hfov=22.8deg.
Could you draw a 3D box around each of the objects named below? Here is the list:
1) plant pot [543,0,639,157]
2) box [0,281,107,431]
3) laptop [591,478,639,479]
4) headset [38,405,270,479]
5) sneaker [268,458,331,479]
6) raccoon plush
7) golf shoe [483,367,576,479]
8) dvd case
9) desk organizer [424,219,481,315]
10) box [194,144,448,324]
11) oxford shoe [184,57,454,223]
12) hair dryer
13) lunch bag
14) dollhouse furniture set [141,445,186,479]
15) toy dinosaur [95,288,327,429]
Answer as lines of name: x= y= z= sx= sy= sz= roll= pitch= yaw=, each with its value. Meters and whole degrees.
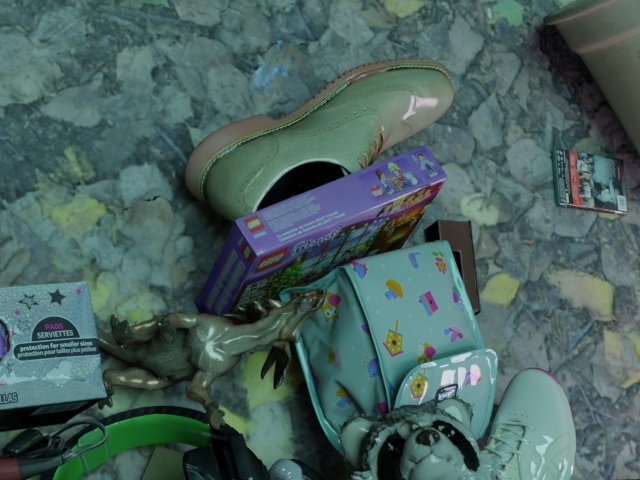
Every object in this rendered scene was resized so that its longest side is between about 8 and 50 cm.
plant pot: x=0.531 y=-0.247 z=2.279 sx=0.334 sy=0.334 sz=0.305 roll=-27 pitch=97 yaw=-31
box: x=-0.384 y=0.134 z=1.756 sx=0.247 sy=0.163 sz=0.142 roll=-5 pitch=76 yaw=-28
laptop: x=0.441 y=0.423 z=1.764 sx=0.236 sy=0.382 sz=0.408 roll=52 pitch=37 yaw=-56
headset: x=-0.146 y=0.291 z=1.710 sx=0.243 sy=0.185 sz=0.394 roll=-32 pitch=44 yaw=-30
sneaker: x=0.061 y=0.325 z=1.950 sx=0.268 sy=0.101 sz=0.153 roll=42 pitch=57 yaw=-11
raccoon plush: x=0.099 y=0.394 z=1.834 sx=0.216 sy=0.446 sz=0.299 roll=2 pitch=42 yaw=-24
golf shoe: x=0.237 y=0.295 z=1.974 sx=0.140 sy=0.115 sz=0.306 roll=36 pitch=59 yaw=-49
dvd case: x=0.391 y=-0.084 z=2.302 sx=0.119 sy=0.013 sz=0.087 roll=6 pitch=70 yaw=-23
desk organizer: x=0.177 y=0.039 z=2.134 sx=0.050 sy=0.047 sz=0.130 roll=3 pitch=71 yaw=-23
box: x=0.000 y=0.000 z=1.968 sx=0.293 sy=0.201 sz=0.057 roll=-23 pitch=69 yaw=-30
oxford shoe: x=0.028 y=-0.112 z=2.035 sx=0.397 sy=0.140 sz=0.146 roll=-27 pitch=49 yaw=-22
hair dryer: x=-0.390 y=0.244 z=1.679 sx=0.293 sy=0.223 sz=0.080 roll=-24 pitch=90 yaw=-31
lunch bag: x=0.098 y=0.150 z=1.971 sx=0.223 sy=0.160 sz=0.262 roll=-11 pitch=78 yaw=-49
dollhouse furniture set: x=-0.140 y=0.350 z=1.879 sx=0.151 sy=0.123 sz=0.144 roll=13 pitch=61 yaw=17
toy dinosaur: x=-0.147 y=0.127 z=1.875 sx=0.200 sy=0.295 sz=0.127 roll=-24 pitch=112 yaw=-60
